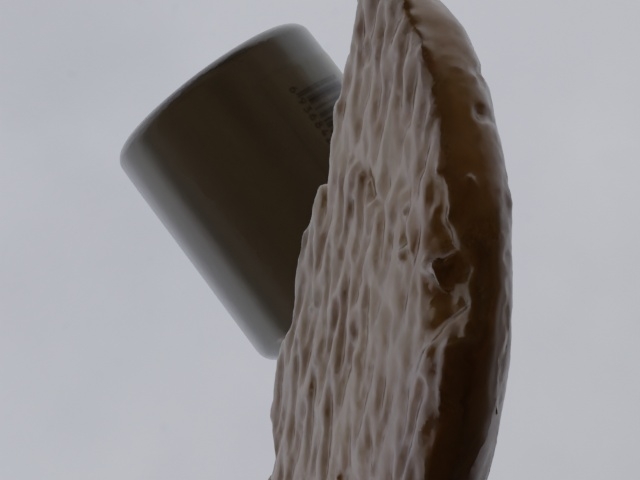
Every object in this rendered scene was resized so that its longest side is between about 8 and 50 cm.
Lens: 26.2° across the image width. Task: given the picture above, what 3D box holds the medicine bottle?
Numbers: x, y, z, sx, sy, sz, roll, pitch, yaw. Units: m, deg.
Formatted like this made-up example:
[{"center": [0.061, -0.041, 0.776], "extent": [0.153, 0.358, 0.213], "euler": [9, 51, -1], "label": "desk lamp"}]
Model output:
[{"center": [0.000, 0.000, 1.217], "extent": [0.208, 0.208, 0.340], "euler": [-37, -91, -1], "label": "medicine bottle"}]

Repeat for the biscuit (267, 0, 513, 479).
[{"center": [0.020, 0.035, 0.423], "extent": [0.033, 0.144, 0.224], "euler": [3, -70, -19], "label": "biscuit"}]
